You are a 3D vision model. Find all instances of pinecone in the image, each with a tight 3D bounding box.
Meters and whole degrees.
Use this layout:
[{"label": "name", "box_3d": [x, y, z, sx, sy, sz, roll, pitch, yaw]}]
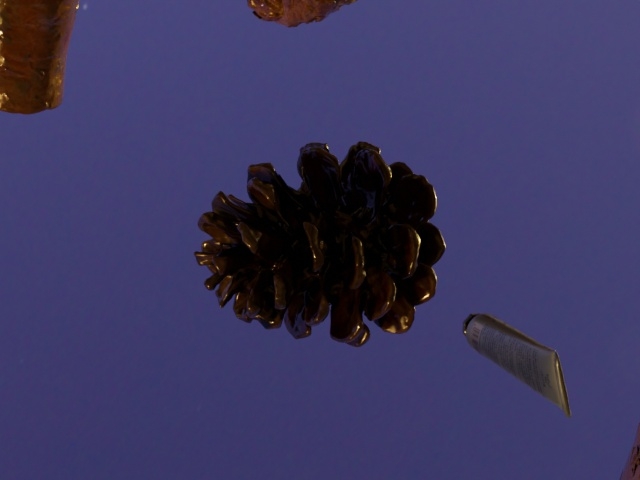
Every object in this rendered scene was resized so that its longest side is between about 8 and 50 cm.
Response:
[{"label": "pinecone", "box_3d": [0.000, 0.000, 1.277, 0.309, 0.244, 0.244, -1, -124, -42]}]

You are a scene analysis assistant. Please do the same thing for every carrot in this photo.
[{"label": "carrot", "box_3d": [-0.319, -0.286, 1.219, 0.139, 0.302, 0.138, 12, -153, -6]}]

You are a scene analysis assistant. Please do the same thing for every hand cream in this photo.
[{"label": "hand cream", "box_3d": [0.253, 0.150, 1.453, 0.055, 0.256, 0.088, -15, -74, -13]}]

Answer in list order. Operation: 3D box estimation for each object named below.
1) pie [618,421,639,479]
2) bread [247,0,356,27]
[{"label": "pie", "box_3d": [0.176, 0.085, 0.431, 0.069, 0.273, 0.273, 18, -142, 35]}, {"label": "bread", "box_3d": [0.032, -0.206, 0.614, 0.076, 0.233, 0.105, -23, -106, -44]}]
